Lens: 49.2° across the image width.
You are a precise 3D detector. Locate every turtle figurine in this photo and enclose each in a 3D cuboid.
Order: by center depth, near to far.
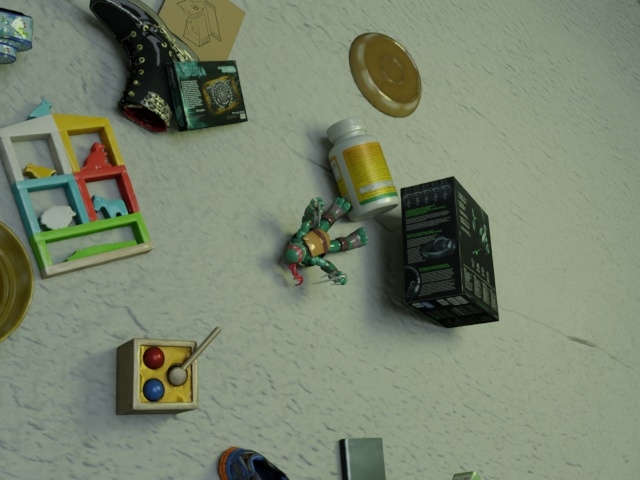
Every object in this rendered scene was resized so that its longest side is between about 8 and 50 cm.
[{"bbox_3d":[0.000,0.000,1.392,0.234,0.118,0.175,-33,108,-54],"label":"turtle figurine"}]

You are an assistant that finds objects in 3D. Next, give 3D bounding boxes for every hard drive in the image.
[{"bbox_3d":[0.084,0.448,1.337,0.094,0.022,0.135,10,67,-35],"label":"hard drive"}]

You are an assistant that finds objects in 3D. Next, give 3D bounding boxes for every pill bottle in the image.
[{"bbox_3d":[0.086,-0.157,1.521,0.117,0.117,0.209,-12,79,-40],"label":"pill bottle"}]

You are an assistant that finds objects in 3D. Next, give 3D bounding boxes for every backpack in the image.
[{"bbox_3d":[-0.525,-0.328,1.125,0.114,0.105,0.084,-5,98,-40],"label":"backpack"}]

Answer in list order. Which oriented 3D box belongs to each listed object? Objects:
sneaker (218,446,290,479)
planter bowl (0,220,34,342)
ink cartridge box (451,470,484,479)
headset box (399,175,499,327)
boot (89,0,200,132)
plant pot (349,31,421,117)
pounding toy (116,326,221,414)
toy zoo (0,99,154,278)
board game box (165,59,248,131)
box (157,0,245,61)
[{"bbox_3d":[-0.076,0.435,1.175,0.221,0.087,0.083,46,51,-14],"label":"sneaker"},{"bbox_3d":[-0.523,0.064,0.973,0.217,0.090,0.217,15,63,-34],"label":"planter bowl"},{"bbox_3d":[0.265,0.504,1.086,0.235,0.056,0.171,47,49,-10],"label":"ink cartridge box"},{"bbox_3d":[0.284,0.024,1.538,0.246,0.131,0.283,31,53,-54],"label":"headset box"},{"bbox_3d":[-0.336,-0.325,1.271,0.236,0.085,0.179,37,53,-34],"label":"boot"},{"bbox_3d":[0.173,-0.422,1.753,0.236,0.032,0.237,14,65,-33],"label":"plant pot"},{"bbox_3d":[-0.243,0.208,1.127,0.141,0.100,0.130,9,67,-35],"label":"pounding toy"},{"bbox_3d":[-0.413,-0.098,1.164,0.192,0.030,0.293,-15,82,-41],"label":"toy zoo"},{"bbox_3d":[-0.215,-0.281,1.344,0.186,0.026,0.126,-24,106,-56],"label":"board game box"},{"bbox_3d":[-0.252,-0.443,1.437,0.164,0.021,0.201,30,57,-25],"label":"box"}]
